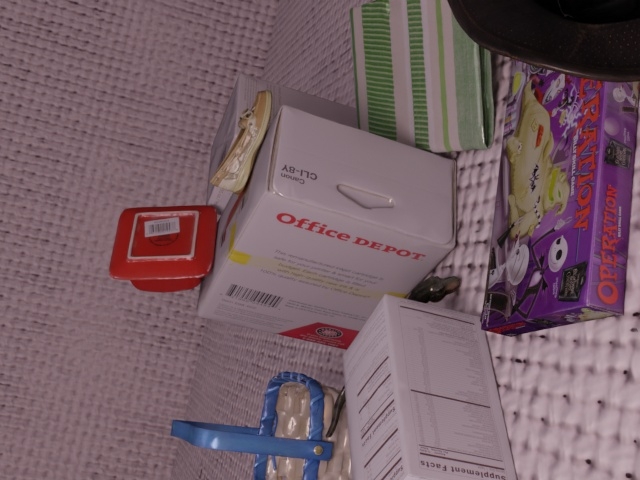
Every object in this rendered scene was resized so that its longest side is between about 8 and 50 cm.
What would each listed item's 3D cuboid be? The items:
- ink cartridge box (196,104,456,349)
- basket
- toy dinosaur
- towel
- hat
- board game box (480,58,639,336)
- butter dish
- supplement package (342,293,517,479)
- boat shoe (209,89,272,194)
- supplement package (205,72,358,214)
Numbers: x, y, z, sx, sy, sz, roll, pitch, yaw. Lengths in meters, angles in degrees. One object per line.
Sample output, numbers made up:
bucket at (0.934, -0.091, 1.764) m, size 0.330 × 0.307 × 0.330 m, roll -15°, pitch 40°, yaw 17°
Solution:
ink cartridge box at (0.000, 0.000, 1.368) m, size 0.385 × 0.279 × 0.160 m, roll 127°, pitch 154°, yaw -54°
basket at (-0.055, 0.287, 1.284) m, size 0.255 × 0.289 × 0.201 m, roll 160°, pitch 122°, yaw -72°
toy dinosaur at (0.094, 0.150, 1.223) m, size 0.268 × 0.064 × 0.118 m, roll -55°, pitch -21°, yaw 1°
towel at (0.141, -0.250, 1.326) m, size 0.325 × 0.038 × 0.248 m, roll 5°, pitch 100°, yaw 61°
hat at (0.269, -0.246, 0.846) m, size 0.134 × 0.331 × 0.331 m, roll 58°, pitch -149°, yaw -54°
board game box at (0.258, -0.079, 0.973) m, size 0.208 × 0.056 × 0.347 m, roll 154°, pitch 129°, yaw -64°
butter dish at (-0.242, 0.030, 1.445) m, size 0.118 × 0.160 × 0.160 m, roll 86°, pitch -178°, yaw -47°
supplement package at (0.117, 0.206, 1.040) m, size 0.244 × 0.139 × 0.134 m, roll -92°, pitch 24°, yaw -45°
boat shoe at (-0.109, -0.143, 1.272) m, size 0.056 × 0.048 × 0.153 m, roll -126°, pitch 57°, yaw -74°
supplement package at (-0.028, -0.129, 1.537) m, size 0.175 × 0.293 × 0.177 m, roll -92°, pitch 22°, yaw -46°
